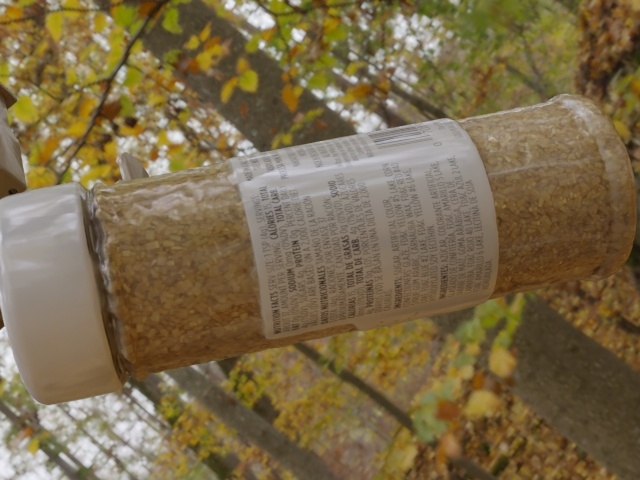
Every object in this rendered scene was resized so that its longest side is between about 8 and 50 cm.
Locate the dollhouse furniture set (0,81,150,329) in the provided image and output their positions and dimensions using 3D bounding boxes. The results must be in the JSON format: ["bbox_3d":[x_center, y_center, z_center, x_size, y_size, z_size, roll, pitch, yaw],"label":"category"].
[{"bbox_3d":[-0.267,-0.019,0.877,0.212,0.161,0.242,-37,-48,8],"label":"dollhouse furniture set"}]

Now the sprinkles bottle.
[{"bbox_3d":[0.000,0.000,0.536,0.356,0.121,0.121,-12,-26,-10],"label":"sprinkles bottle"}]
